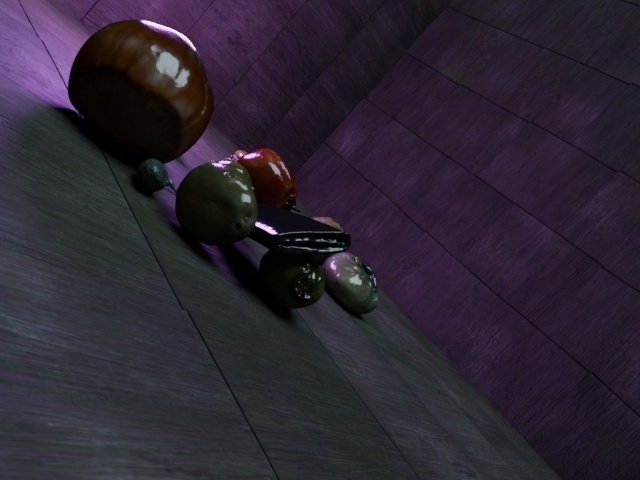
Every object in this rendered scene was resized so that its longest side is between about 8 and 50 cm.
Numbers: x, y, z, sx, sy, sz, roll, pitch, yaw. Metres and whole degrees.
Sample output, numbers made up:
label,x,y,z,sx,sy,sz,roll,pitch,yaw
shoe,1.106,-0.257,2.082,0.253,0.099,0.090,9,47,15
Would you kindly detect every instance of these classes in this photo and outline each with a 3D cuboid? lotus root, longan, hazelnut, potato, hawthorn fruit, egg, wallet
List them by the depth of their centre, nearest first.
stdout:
label,x,y,z,sx,sy,sz,roll,pitch,yaw
potato,-0.234,-0.081,1.170,0.235,0.178,0.160,33,12,35
lotus root,-0.080,0.079,1.293,0.154,0.154,0.278,40,3,-25
hazelnut,-0.436,-0.379,1.309,0.315,0.372,0.372,-11,-41,47
wallet,-0.126,-0.039,1.322,0.228,0.062,0.406,-2,14,-35
longan,-0.304,-0.188,1.710,0.176,0.145,0.155,155,-87,-76
hawthorn fruit,-0.187,-0.197,1.959,0.300,0.254,0.254,33,3,17
egg,0.000,0.000,2.095,0.203,0.203,0.245,44,-3,12

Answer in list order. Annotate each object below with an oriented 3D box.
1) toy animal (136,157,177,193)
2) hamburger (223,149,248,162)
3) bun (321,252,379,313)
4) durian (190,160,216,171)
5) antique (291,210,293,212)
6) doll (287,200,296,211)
label,x,y,z,sx,sy,sz,roll,pitch,yaw
toy animal,-0.399,-0.153,1.255,0.253,0.070,0.079,-174,-108,-80
hamburger,-0.366,-0.345,2.425,0.175,0.137,0.175,46,4,-4
bun,0.119,0.155,1.975,0.273,0.168,0.273,45,13,-13
durian,-0.388,-0.217,1.788,0.215,0.086,0.100,7,70,-75
antique,-0.096,-0.042,2.272,0.310,0.093,0.087,38,8,-37
doll,-0.217,-0.214,2.178,0.258,0.153,0.195,9,31,6
